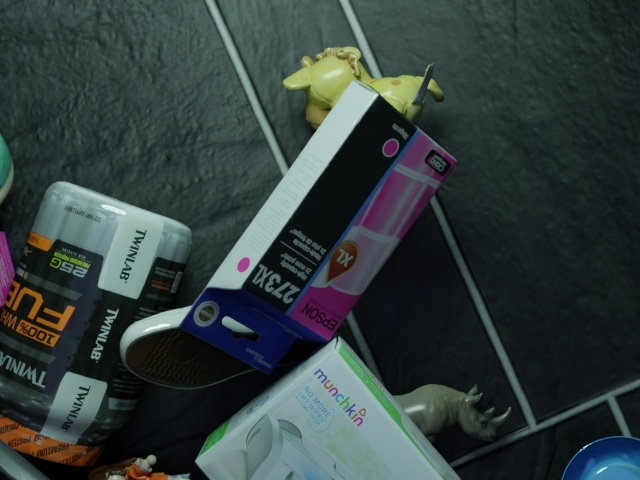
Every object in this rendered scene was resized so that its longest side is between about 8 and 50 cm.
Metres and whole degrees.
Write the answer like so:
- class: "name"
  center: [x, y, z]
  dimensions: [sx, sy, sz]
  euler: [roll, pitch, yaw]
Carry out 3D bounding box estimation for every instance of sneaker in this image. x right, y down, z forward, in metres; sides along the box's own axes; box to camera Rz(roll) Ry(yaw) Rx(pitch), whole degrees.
- class: "sneaker"
  center: [-0.143, 0.116, 1.621]
  dimensions: [0.290, 0.123, 0.106]
  euler: [-1, 122, -36]

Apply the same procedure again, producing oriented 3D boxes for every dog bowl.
- class: "dog bowl"
  center: [0.383, 0.406, 1.665]
  dimensions: [0.166, 0.074, 0.297]
  euler: [12, 89, 2]

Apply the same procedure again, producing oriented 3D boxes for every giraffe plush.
- class: "giraffe plush"
  center: [0.042, -0.178, 1.656]
  dimensions: [0.170, 0.181, 0.210]
  euler: [33, 107, 24]

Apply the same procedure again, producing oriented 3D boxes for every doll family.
- class: "doll family"
  center: [-0.252, 0.387, 1.677]
  dimensions: [0.163, 0.118, 0.263]
  euler: [12, 107, -4]

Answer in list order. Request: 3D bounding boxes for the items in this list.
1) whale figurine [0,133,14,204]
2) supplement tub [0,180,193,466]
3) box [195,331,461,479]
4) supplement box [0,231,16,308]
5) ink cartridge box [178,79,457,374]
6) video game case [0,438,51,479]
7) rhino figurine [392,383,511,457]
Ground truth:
- class: "whale figurine"
  center: [-0.545, -0.119, 1.654]
  dimensions: [0.272, 0.141, 0.216]
  euler: [22, 56, 17]
- class: "supplement tub"
  center: [-0.312, 0.108, 1.624]
  dimensions: [0.207, 0.207, 0.338]
  euler: [19, 89, 2]
- class: "box"
  center: [0.016, 0.293, 1.586]
  dimensions: [0.231, 0.127, 0.262]
  euler: [-38, 94, 7]
- class: "supplement box"
  center: [-0.480, 0.050, 1.623]
  dimensions: [0.111, 0.220, 0.114]
  euler: [-14, 88, 1]
- class: "ink cartridge box"
  center: [0.000, 0.000, 1.536]
  dimensions: [0.176, 0.069, 0.371]
  euler: [34, 94, -42]
- class: "video game case"
  center: [-0.368, 0.379, 1.589]
  dimensions: [0.275, 0.248, 0.035]
  euler: [35, 47, 17]
- class: "rhino figurine"
  center: [0.139, 0.249, 1.676]
  dimensions: [0.243, 0.073, 0.106]
  euler: [-10, 91, 0]
